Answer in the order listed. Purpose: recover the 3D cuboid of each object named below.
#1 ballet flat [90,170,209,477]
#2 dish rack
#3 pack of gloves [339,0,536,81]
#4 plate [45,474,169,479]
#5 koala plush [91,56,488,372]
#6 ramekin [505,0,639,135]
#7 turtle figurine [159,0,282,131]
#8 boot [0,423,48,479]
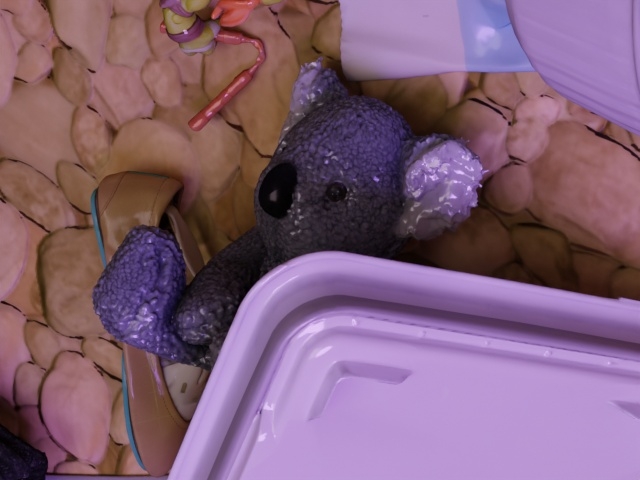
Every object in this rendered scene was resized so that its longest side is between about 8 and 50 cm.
[{"bbox_3d":[-0.114,0.063,1.449,0.073,0.080,0.232,-6,104,15],"label":"ballet flat"},{"bbox_3d":[0.076,0.157,1.244,0.285,0.333,0.072,-66,27,27],"label":"dish rack"},{"bbox_3d":[0.098,-0.198,1.265,0.232,0.046,0.195,0,106,29],"label":"pack of gloves"},{"bbox_3d":[-0.133,0.319,1.556,0.278,0.045,0.277,-5,102,30],"label":"plate"},{"bbox_3d":[0.000,0.000,1.322,0.196,0.203,0.221,30,101,40],"label":"koala plush"},{"bbox_3d":[0.210,-0.177,1.089,0.127,0.273,0.272,21,115,36],"label":"ramekin"},{"bbox_3d":[-0.091,-0.215,1.337,0.217,0.087,0.269,45,130,16],"label":"turtle figurine"},{"bbox_3d":[-0.310,0.090,1.513,0.260,0.131,0.348,46,133,25],"label":"boot"}]
